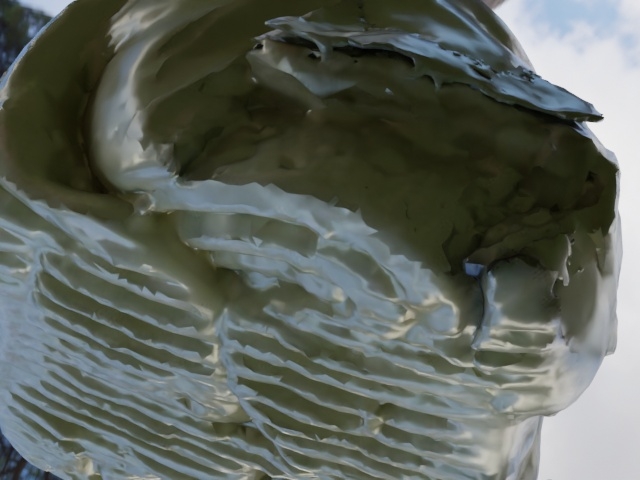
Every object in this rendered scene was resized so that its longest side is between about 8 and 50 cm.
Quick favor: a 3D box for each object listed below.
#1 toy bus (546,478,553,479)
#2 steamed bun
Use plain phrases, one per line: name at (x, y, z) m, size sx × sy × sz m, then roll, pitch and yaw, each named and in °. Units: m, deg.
toy bus at (0.270, 0.414, 1.200) m, size 0.125 × 0.292 × 0.133 m, roll 22°, pitch -138°, yaw 37°
steamed bun at (0.000, 0.000, 0.561) m, size 0.346 × 0.394 × 0.237 m, roll 43°, pitch -130°, yaw -26°
